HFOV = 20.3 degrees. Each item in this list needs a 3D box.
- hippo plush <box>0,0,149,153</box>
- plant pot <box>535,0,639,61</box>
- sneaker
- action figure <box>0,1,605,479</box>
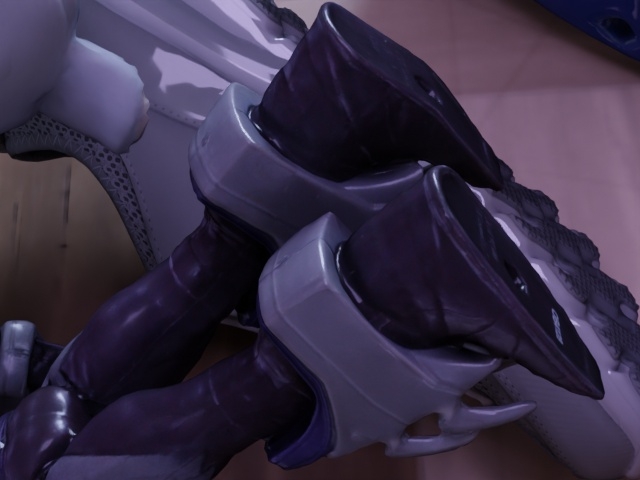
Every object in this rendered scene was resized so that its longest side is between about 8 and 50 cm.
[{"bbox_3d":[-0.198,-0.068,0.520,0.236,0.234,0.294,-36,29,15],"label":"hippo plush"},{"bbox_3d":[0.129,-0.221,0.682,0.212,0.236,0.236,18,57,23],"label":"plant pot"},{"bbox_3d":[0.000,0.000,0.627,0.281,0.105,0.115,39,100,23],"label":"sneaker"},{"bbox_3d":[-0.068,0.063,0.524,0.285,0.099,0.185,-34,37,18],"label":"action figure"}]
